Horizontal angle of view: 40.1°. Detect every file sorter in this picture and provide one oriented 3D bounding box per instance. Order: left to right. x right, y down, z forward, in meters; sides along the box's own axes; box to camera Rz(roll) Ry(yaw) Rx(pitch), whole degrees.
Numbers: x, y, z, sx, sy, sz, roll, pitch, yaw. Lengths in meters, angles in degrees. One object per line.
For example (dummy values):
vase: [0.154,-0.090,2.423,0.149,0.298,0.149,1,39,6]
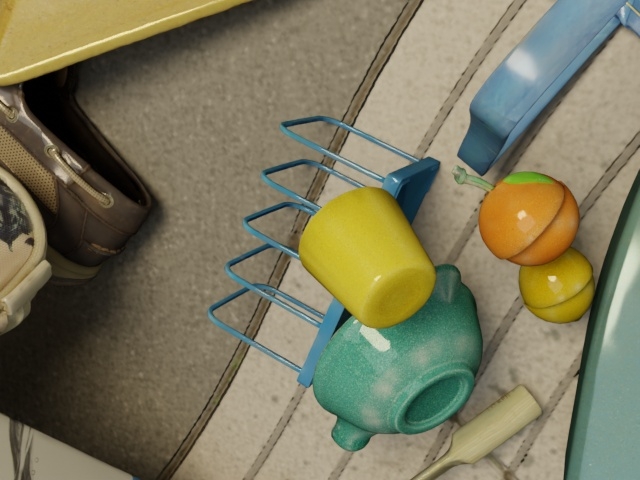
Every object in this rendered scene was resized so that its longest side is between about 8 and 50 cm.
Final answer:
file sorter: [0.000,0.000,0.676,0.104,0.118,0.170,28,109,13]

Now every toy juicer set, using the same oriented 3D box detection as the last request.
toy juicer set: [0.091,0.071,0.633,0.089,0.209,0.329,53,157,39]

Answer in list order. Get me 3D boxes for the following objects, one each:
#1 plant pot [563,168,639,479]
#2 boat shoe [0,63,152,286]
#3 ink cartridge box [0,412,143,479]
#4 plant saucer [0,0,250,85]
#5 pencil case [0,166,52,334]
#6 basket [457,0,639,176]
plant pot: [0.257,0.070,0.590,0.165,0.165,0.235,5,96,17]
boat shoe: [-0.265,-0.134,0.738,0.130,0.132,0.355,-32,100,12]
ink cartridge box: [-0.283,0.227,0.645,0.223,0.129,0.307,-23,136,26]
plant saucer: [-0.148,-0.303,0.576,0.332,0.081,0.333,-20,131,0]
pencil case: [-0.345,0.099,0.718,0.183,0.160,0.410,31,133,-10]
basket: [0.187,-0.160,0.512,0.201,0.255,0.289,38,92,4]
